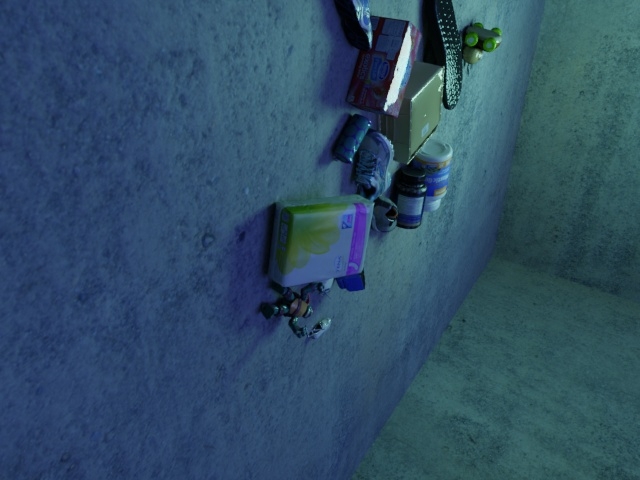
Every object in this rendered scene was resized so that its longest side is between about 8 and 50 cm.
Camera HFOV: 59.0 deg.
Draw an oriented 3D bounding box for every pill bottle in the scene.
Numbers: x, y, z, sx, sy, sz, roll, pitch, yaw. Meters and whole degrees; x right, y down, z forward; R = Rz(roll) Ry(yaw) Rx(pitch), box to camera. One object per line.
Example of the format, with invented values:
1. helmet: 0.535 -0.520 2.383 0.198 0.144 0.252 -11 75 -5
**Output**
1. pill bottle: 0.438 -0.254 2.267 0.152 0.152 0.272 -46 147 -39
2. pill bottle: 0.347 -0.165 2.194 0.122 0.122 0.219 -34 136 -50

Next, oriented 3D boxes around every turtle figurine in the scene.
1. turtle figurine: -0.068 0.198 1.669 0.234 0.118 0.175 27 69 -48

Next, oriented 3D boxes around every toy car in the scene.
1. toy car: 0.652 -0.779 2.346 0.155 0.148 0.189 -57 164 -46

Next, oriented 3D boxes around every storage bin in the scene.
1. storage bin: 0.308 -0.439 1.932 0.262 0.123 0.261 -49 148 -36

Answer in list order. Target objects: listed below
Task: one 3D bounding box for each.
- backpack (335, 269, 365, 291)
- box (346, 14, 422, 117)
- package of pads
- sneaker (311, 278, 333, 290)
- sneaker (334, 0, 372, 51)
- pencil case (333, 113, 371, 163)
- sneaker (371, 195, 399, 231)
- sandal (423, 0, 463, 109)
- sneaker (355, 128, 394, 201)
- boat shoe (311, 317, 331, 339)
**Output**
1. backpack: 0.100 0.101 1.941 0.098 0.101 0.120 80 7 -52
2. box: 0.186 -0.502 1.648 0.122 0.128 0.257 1 107 -62
3. package of pads: 0.000 0.000 1.582 0.296 0.101 0.229 -7 117 -35
4. sneaker: 0.043 0.056 1.775 0.106 0.123 0.290 -37 140 -50
5. sneaker: 0.105 -0.588 1.487 0.081 0.080 0.211 -57 152 -17
6. pencil case: 0.096 -0.301 1.688 0.070 0.064 0.152 42 70 -45
7. sneaker: 0.239 -0.088 2.062 0.100 0.107 0.271 -68 155 -8
8. sandal: 0.429 -0.688 2.035 0.167 0.107 0.446 -47 133 -36
9. sneaker: 0.166 -0.232 1.824 0.122 0.110 0.283 -51 148 -27
10. boat shoe: 0.002 0.299 1.963 0.100 0.035 0.035 -41 145 -34
